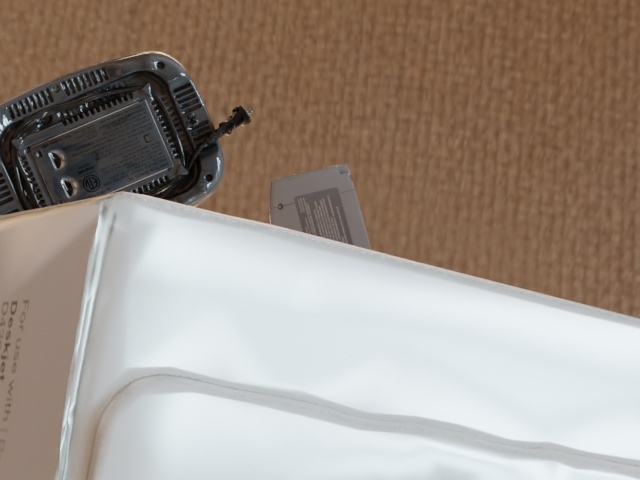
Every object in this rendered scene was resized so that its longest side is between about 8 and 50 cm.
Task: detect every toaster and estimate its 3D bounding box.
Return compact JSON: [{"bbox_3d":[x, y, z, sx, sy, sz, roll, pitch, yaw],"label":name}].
[{"bbox_3d":[-0.167,-0.063,1.153,0.227,0.146,0.129,-25,97,-8],"label":"toaster"}]

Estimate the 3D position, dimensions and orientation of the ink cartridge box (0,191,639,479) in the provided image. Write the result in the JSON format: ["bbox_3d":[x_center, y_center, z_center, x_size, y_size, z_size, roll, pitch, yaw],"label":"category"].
[{"bbox_3d":[-0.050,0.108,0.476,0.198,0.270,0.197,14,79,-31],"label":"ink cartridge box"}]

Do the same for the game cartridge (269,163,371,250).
[{"bbox_3d":[0.000,0.000,0.902,0.056,0.017,0.083,-12,80,-14],"label":"game cartridge"}]
